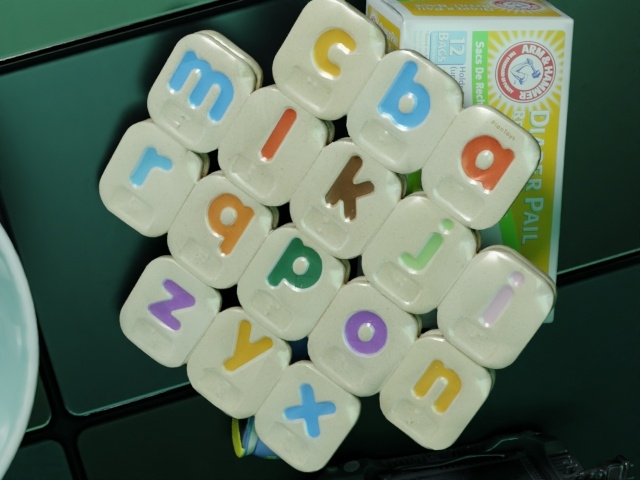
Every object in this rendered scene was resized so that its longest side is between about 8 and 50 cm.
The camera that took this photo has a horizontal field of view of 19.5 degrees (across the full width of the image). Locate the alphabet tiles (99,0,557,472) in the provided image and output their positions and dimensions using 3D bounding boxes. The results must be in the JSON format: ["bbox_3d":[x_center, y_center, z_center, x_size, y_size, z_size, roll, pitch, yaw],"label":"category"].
[{"bbox_3d":[0.000,0.000,1.161,0.284,0.021,0.278,37,116,9],"label":"alphabet tiles"}]

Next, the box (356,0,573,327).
[{"bbox_3d":[0.090,-0.055,1.200,0.114,0.103,0.203,-2,108,-11],"label":"box"}]

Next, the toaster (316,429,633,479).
[{"bbox_3d":[0.105,0.225,1.283,0.227,0.129,0.146,-9,113,-11],"label":"toaster"}]

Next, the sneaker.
[{"bbox_3d":[-0.013,0.085,1.253,0.059,0.053,0.144,16,112,-15],"label":"sneaker"}]

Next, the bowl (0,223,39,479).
[{"bbox_3d":[-0.328,0.046,1.115,0.312,0.163,0.311,-3,108,-10],"label":"bowl"}]
